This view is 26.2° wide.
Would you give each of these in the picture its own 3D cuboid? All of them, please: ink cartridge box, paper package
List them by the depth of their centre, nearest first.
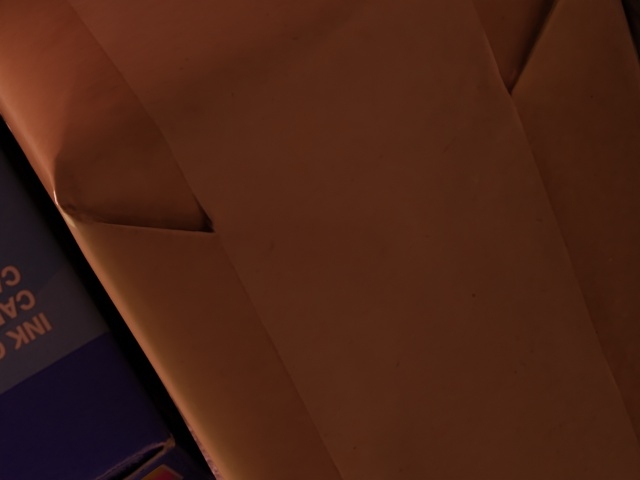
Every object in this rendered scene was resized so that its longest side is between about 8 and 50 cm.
[{"bbox_3d":[0.000,0.000,0.557,0.309,0.168,0.325,63,170,-30],"label":"paper package"},{"bbox_3d":[-0.180,0.030,0.624,0.395,0.151,0.270,58,173,10],"label":"ink cartridge box"}]
